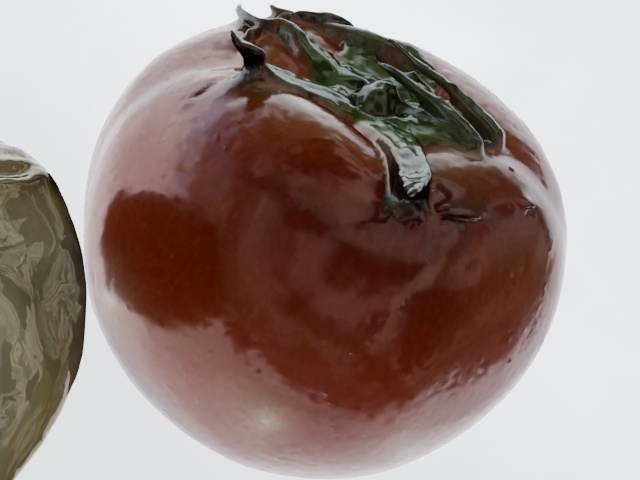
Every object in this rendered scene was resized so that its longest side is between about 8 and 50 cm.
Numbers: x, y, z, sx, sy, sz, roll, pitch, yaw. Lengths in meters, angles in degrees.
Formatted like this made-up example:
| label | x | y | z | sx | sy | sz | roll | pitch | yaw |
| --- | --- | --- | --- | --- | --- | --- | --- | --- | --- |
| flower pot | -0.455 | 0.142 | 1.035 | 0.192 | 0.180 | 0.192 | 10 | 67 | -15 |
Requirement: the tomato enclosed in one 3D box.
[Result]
| label | x | y | z | sx | sy | sz | roll | pitch | yaw |
| --- | --- | --- | --- | --- | --- | --- | --- | --- | --- |
| tomato | 0.000 | 0.000 | 0.798 | 0.255 | 0.224 | 0.256 | 15 | -155 | -7 |

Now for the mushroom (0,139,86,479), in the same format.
| label | x | y | z | sx | sy | sz | roll | pitch | yaw |
| --- | --- | --- | --- | --- | --- | --- | --- | --- | --- |
| mushroom | -0.288 | 0.042 | 0.733 | 0.397 | 0.314 | 0.224 | -9 | -76 | 5 |
